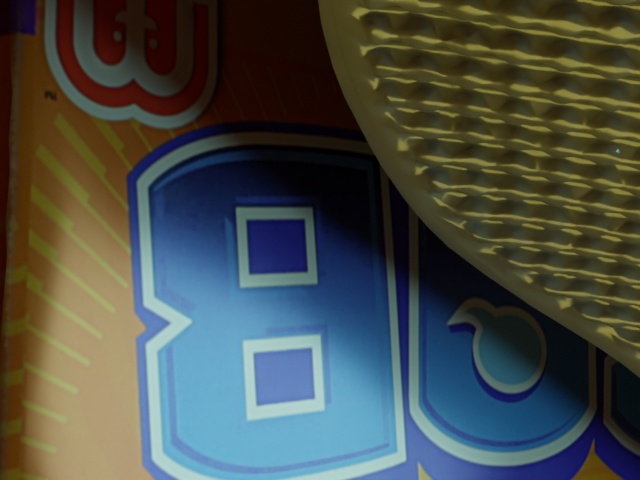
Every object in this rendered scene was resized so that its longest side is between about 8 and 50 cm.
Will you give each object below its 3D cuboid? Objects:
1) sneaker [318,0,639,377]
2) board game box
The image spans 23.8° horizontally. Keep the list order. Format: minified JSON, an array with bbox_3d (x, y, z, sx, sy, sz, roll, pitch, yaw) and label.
[{"bbox_3d":[0.112,-0.037,0.419,0.126,0.127,0.321,-9,145,34],"label":"sneaker"},{"bbox_3d":[-0.068,0.099,0.577,0.356,0.356,0.356,6,172,-44],"label":"board game box"}]
